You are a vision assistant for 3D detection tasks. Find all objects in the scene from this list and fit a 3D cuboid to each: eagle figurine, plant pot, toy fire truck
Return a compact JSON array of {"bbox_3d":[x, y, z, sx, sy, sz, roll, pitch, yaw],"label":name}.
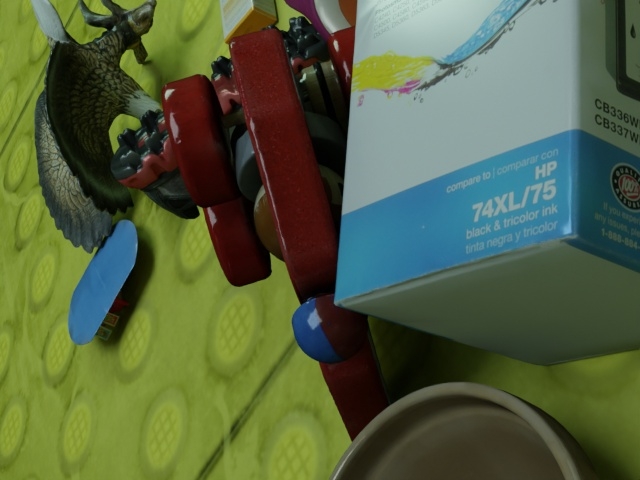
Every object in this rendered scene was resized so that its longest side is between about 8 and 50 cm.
[{"bbox_3d":[-0.286,-0.162,1.361,0.225,0.226,0.298,9,69,32],"label":"eagle figurine"},{"bbox_3d":[0.104,0.217,0.691,0.237,0.109,0.237,-27,51,40],"label":"plant pot"},{"bbox_3d":[0.000,0.000,0.818,0.169,0.302,0.254,-17,59,0],"label":"toy fire truck"}]

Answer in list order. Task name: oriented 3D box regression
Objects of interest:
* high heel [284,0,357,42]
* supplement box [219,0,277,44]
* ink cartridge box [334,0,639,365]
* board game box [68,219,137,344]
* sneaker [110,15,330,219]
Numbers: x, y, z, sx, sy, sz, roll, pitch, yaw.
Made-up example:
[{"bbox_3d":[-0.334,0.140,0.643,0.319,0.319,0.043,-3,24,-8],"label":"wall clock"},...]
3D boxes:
[{"bbox_3d":[0.029,-0.235,1.057,0.181,0.127,0.377,81,164,-61],"label":"high heel"},{"bbox_3d":[-0.086,-0.279,1.273,0.062,0.036,0.098,-41,44,38],"label":"supplement box"},{"bbox_3d":[0.150,-0.081,0.697,0.197,0.198,0.270,-20,59,49],"label":"ink cartridge box"},{"bbox_3d":[-0.265,0.057,1.375,0.169,0.033,0.133,-59,31,8],"label":"board game box"},{"bbox_3d":[-0.081,-0.120,1.141,0.276,0.135,0.098,-36,30,10],"label":"sneaker"}]
